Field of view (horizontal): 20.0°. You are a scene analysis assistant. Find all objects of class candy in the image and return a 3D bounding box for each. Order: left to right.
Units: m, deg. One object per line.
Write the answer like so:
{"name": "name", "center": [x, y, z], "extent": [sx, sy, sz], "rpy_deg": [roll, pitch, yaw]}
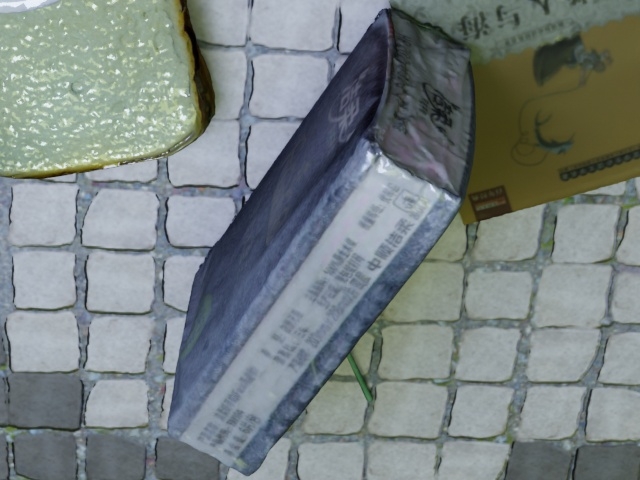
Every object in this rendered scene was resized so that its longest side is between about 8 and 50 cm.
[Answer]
{"name": "candy", "center": [0.027, 0.112, 2.017], "extent": [0.061, 0.061, 0.202], "rpy_deg": [-18, 131, 8]}

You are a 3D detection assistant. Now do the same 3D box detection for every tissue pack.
{"name": "tissue pack", "center": [0.000, 0.000, 1.774], "extent": [0.124, 0.288, 0.394], "rpy_deg": [28, 122, -15]}

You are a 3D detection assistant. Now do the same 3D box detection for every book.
{"name": "book", "center": [0.218, -0.207, 1.822], "extent": [0.269, 0.032, 0.389], "rpy_deg": [-17, 122, 9]}

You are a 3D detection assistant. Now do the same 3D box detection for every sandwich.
{"name": "sandwich", "center": [-0.237, -0.175, 1.778], "extent": [0.251, 0.087, 0.226], "rpy_deg": [-10, 122, 6]}

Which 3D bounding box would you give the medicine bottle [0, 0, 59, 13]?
{"name": "medicine bottle", "center": [-0.251, -0.353, 1.489], "extent": [0.211, 0.371, 0.211], "rpy_deg": [-2, 124, -3]}
